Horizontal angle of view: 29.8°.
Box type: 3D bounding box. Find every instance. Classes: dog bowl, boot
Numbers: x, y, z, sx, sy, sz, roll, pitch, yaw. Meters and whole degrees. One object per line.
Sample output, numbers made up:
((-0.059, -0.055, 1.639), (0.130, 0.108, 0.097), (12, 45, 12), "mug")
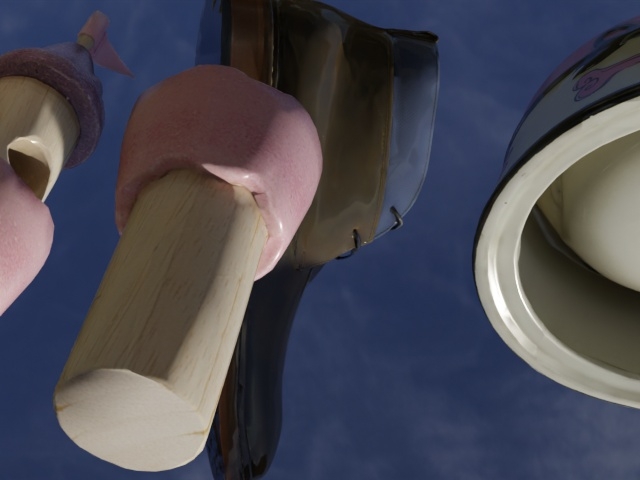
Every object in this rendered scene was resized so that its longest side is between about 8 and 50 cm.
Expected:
((0.336, -0.029, 1.027), (0.408, 0.408, 0.150), (-5, -135, 14), "dog bowl")
((0.000, 0.000, 0.522), (0.106, 0.082, 0.219), (2, -91, -17), "boot")

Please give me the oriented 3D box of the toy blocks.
((-0.185, -0.090, 0.391), (0.309, 0.288, 0.260), (-15, -143, 23), "toy blocks")
